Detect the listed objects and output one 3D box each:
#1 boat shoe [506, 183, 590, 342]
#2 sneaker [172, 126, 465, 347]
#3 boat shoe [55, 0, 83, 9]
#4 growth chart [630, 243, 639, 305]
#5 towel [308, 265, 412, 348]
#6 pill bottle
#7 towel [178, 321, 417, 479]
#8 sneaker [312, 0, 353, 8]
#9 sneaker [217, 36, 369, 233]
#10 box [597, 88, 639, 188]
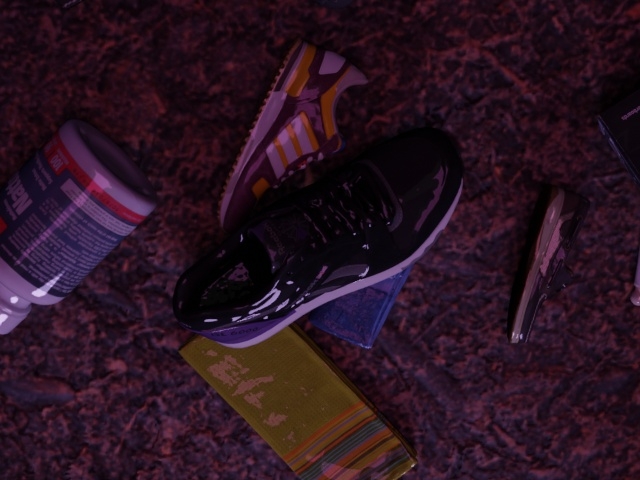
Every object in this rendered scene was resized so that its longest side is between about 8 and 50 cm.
[{"bbox_3d":[0.208,0.027,1.332,0.049,0.056,0.152,14,106,-3],"label":"boat shoe"},{"bbox_3d":[0.000,0.000,1.255,0.283,0.124,0.107,-36,76,7],"label":"sneaker"},{"bbox_3d":[-0.120,-0.245,1.207,0.228,0.081,0.068,-29,106,1],"label":"boat shoe"},{"bbox_3d":[0.400,0.027,1.327,0.237,0.021,0.171,15,110,12],"label":"growth chart"},{"bbox_3d":[0.041,0.037,1.337,0.067,0.029,0.119,24,105,-10],"label":"towel"},{"bbox_3d":[-0.239,-0.008,1.262,0.180,0.108,0.108,-44,105,9],"label":"pill bottle"},{"bbox_3d":[-0.019,0.156,1.375,0.102,0.021,0.237,-40,106,8],"label":"towel"},{"bbox_3d":[-0.033,-0.306,1.117,0.163,0.106,0.281,-5,131,-17],"label":"sneaker"},{"bbox_3d":[-0.026,-0.079,1.275,0.084,0.069,0.185,24,105,-6],"label":"sneaker"},{"bbox_3d":[0.432,-0.087,1.251,0.307,0.076,0.242,-33,80,7],"label":"box"}]
